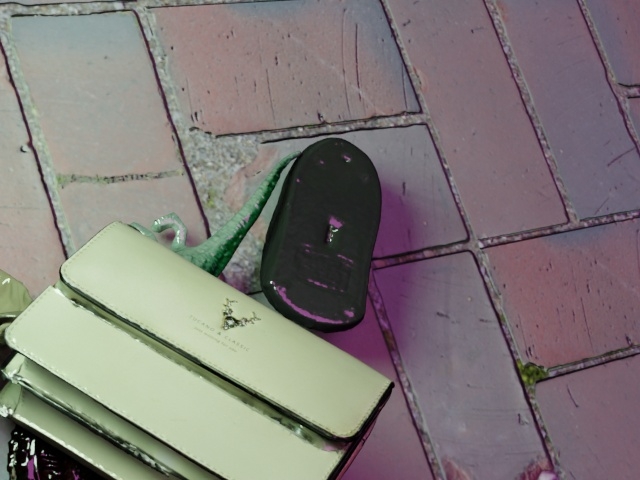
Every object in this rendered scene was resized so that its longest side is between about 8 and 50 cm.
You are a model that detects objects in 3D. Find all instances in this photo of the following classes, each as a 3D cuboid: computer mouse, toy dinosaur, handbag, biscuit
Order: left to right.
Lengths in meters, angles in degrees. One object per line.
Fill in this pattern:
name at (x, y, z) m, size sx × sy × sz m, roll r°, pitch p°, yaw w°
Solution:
biscuit at (-0.247, 0.246, 1.561) m, size 0.194 × 0.053 × 0.195 m, roll 13°, pitch 62°, yaw -27°
toy dinosaur at (-0.161, -0.008, 1.704) m, size 0.129 × 0.076 × 0.383 m, roll 36°, pitch 68°, yaw -8°
handbag at (-0.128, 0.150, 1.507) m, size 0.358 × 0.160 × 0.237 m, roll 30°, pitch 47°, yaw 10°
computer mouse at (0.000, 0.000, 1.813) m, size 0.137 × 0.086 × 0.270 m, roll 19°, pitch 60°, yaw -13°

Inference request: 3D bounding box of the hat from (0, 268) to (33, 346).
hat at (-0.401, 0.102, 1.522) m, size 0.166 × 0.173 × 0.144 m, roll 36°, pitch 5°, yaw 25°
